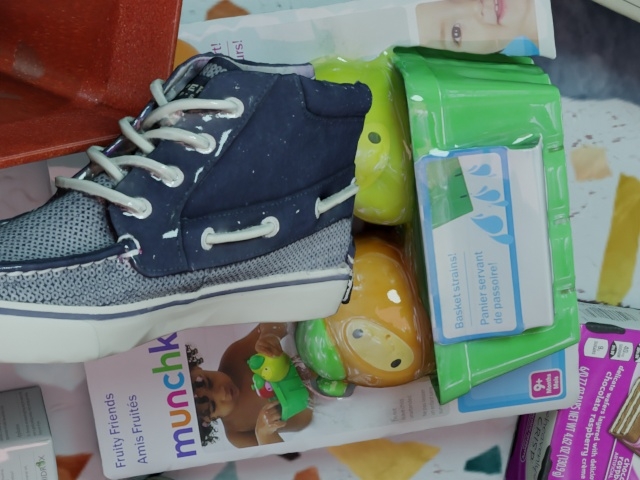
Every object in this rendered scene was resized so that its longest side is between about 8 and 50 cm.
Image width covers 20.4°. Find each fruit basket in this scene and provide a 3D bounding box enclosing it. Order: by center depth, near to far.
[{"bbox_3d":[0.000,0.000,1.225,0.353,0.165,0.327,-9,109,-8],"label":"fruit basket"}]

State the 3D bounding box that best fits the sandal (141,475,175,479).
[{"bbox_3d":[-0.085,0.257,1.332,0.060,0.090,0.219,-49,127,-46],"label":"sandal"}]

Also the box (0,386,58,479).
[{"bbox_3d":[-0.229,0.170,1.248,0.087,0.101,0.102,-7,108,-12],"label":"box"}]

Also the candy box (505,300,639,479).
[{"bbox_3d":[0.277,0.140,1.387,0.233,0.071,0.159,7,104,-17],"label":"candy box"}]

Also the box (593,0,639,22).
[{"bbox_3d":[0.244,-0.232,1.203,0.311,0.121,0.148,22,133,-22],"label":"box"}]

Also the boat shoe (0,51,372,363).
[{"bbox_3d":[-0.106,-0.030,1.024,0.340,0.127,0.158,-7,112,-49],"label":"boat shoe"}]

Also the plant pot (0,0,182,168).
[{"bbox_3d":[-0.240,-0.201,1.033,0.236,0.267,0.267,16,106,25],"label":"plant pot"}]
